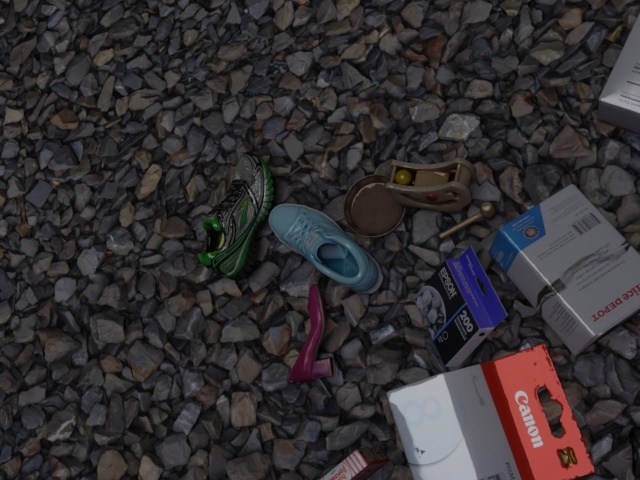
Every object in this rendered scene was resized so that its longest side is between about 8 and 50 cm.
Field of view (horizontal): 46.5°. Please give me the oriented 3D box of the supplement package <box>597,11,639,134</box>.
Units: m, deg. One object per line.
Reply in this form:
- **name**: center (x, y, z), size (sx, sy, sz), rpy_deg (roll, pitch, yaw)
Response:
- **supplement package**: center (0.753, -0.387, 1.721), size (0.133, 0.139, 0.244), rpy_deg (25, 86, 22)

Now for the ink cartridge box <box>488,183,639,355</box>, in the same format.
- **ink cartridge box**: center (0.563, 0.063, 1.651), size (0.223, 0.129, 0.307), rpy_deg (-29, 66, -17)

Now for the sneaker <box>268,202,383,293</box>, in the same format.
- **sneaker**: center (0.000, 0.000, 1.903), size (0.365, 0.150, 0.135), rpy_deg (32, 89, 24)

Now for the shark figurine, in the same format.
- **shark figurine**: center (0.383, 0.081, 1.765), size (0.166, 0.116, 0.279), rpy_deg (7, 78, 23)

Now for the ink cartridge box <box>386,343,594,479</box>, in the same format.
- **ink cartridge box**: center (0.377, 0.436, 1.694), size (0.384, 0.091, 0.308), rpy_deg (-23, 71, 15)

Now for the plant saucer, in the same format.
- **plant saucer**: center (0.143, -0.088, 1.937), size (0.168, 0.029, 0.169), rpy_deg (-4, 77, 19)

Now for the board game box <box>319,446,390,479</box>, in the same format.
- **board game box**: center (0.070, 0.541, 1.726), size (0.146, 0.193, 0.045), rpy_deg (-41, 67, 8)

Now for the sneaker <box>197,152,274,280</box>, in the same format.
- **sneaker**: center (-0.226, -0.073, 1.986), size (0.134, 0.146, 0.344), rpy_deg (2, 75, 49)

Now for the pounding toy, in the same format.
- **pounding toy**: center (0.289, -0.105, 1.802), size (0.269, 0.154, 0.155), rpy_deg (10, 69, 14)

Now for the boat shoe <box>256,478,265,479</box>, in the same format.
- **boat shoe**: center (-0.120, 0.666, 1.853), size (0.056, 0.048, 0.153), rpy_deg (-32, 75, -2)

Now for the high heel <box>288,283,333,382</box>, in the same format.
- **high heel**: center (-0.038, 0.237, 1.900), size (0.117, 0.082, 0.244), rpy_deg (-8, 87, 8)

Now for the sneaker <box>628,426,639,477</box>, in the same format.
- **sneaker**: center (0.733, 0.384, 1.563), size (0.146, 0.104, 0.296), rpy_deg (11, 86, 17)

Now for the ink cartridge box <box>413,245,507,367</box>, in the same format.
- **ink cartridge box**: center (0.317, 0.152, 1.722), size (0.208, 0.045, 0.206), rpy_deg (-56, 40, 37)
